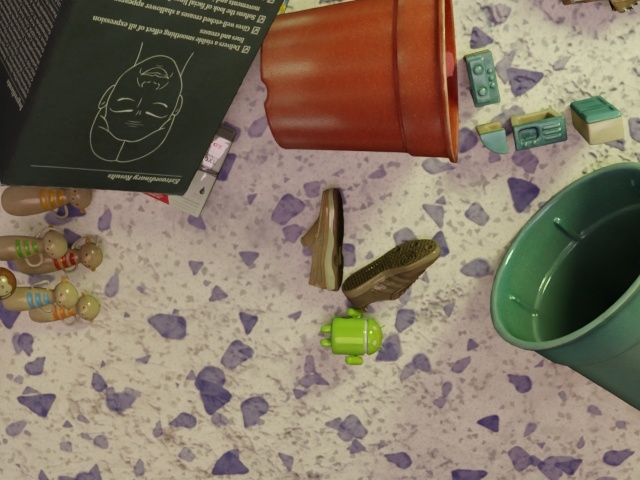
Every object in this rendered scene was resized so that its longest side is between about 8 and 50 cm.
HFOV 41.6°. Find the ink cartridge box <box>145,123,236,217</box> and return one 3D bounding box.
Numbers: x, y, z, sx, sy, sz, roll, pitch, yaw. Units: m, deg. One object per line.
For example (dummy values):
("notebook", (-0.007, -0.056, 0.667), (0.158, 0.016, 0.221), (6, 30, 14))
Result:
("ink cartridge box", (-0.219, -0.132, 1.400), (0.109, 0.063, 0.150), (25, 111, -7))

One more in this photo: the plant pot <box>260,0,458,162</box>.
("plant pot", (0.063, -0.243, 1.251), (0.265, 0.272, 0.272), (-2, 112, 13))

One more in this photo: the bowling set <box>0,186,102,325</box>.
("bowling set", (-0.461, 0.055, 1.423), (0.154, 0.200, 0.287), (-4, 115, 3))

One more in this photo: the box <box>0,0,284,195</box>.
("box", (-0.274, -0.278, 1.166), (0.294, 0.212, 0.395), (1, 132, -44))

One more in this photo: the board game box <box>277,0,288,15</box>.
("board game box", (-0.138, -0.416, 1.298), (0.201, 0.035, 0.136), (22, 111, -5))

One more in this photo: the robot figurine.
("robot figurine", (0.058, 0.171, 1.504), (0.115, 0.067, 0.101), (1, 82, 3))

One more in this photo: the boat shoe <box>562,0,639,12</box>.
("boat shoe", (0.453, -0.380, 1.270), (0.183, 0.066, 0.066), (6, 117, 11))

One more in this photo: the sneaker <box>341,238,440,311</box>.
("sneaker", (0.131, 0.061, 1.469), (0.188, 0.066, 0.071), (-26, 125, 18))

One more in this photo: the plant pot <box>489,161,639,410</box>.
("plant pot", (0.509, 0.108, 1.334), (0.334, 0.341, 0.341), (36, 109, -20))

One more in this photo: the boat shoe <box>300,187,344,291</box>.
("boat shoe", (0.000, 0.000, 1.443), (0.072, 0.068, 0.190), (6, 113, 13))

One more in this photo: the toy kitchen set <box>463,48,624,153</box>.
("toy kitchen set", (0.340, -0.226, 1.301), (0.207, 0.122, 0.166), (-12, 110, 8))
